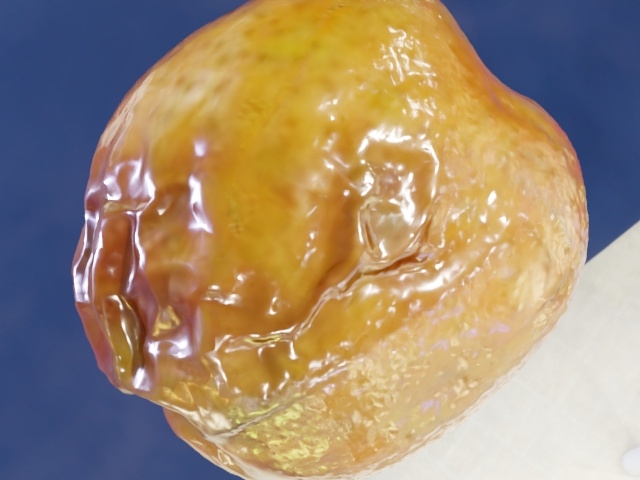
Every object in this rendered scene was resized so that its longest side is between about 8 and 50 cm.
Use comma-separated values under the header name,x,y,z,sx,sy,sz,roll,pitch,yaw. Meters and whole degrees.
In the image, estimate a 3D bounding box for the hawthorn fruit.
name,x,y,z,sx,sy,sz,roll,pitch,yaw
hawthorn fruit,0.000,0.000,0.738,0.472,0.471,0.471,-3,-110,8
